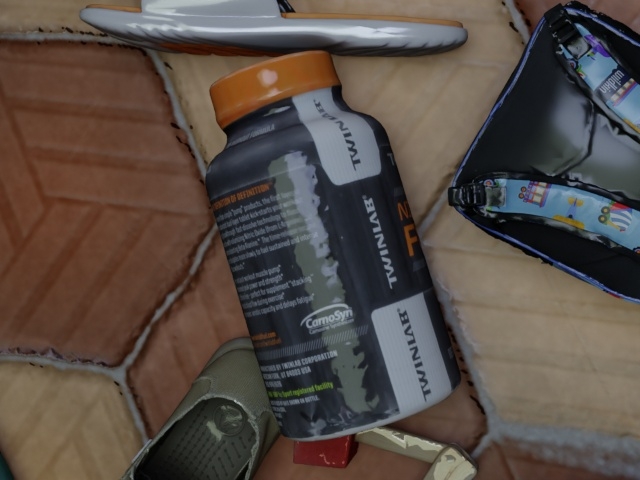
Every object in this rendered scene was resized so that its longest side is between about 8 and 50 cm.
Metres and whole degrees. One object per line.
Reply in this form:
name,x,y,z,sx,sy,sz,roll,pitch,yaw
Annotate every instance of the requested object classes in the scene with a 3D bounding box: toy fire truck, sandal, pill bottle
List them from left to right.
sandal,-0.031,-0.169,0.741,0.265,0.102,0.076,2,93,4
pill bottle,0.000,0.000,0.722,0.130,0.130,0.245,-17,91,14
toy fire truck,0.079,0.193,0.760,0.192,0.047,0.135,0,92,12

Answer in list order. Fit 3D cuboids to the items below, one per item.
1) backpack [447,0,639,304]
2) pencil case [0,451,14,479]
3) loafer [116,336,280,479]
backpack,0.190,-0.048,0.681,0.173,0.117,0.158,29,99,10
pencil case,-0.283,0.184,0.835,0.070,0.064,0.151,-29,86,-3
loafer,-0.108,0.193,0.780,0.102,0.092,0.268,27,99,10
